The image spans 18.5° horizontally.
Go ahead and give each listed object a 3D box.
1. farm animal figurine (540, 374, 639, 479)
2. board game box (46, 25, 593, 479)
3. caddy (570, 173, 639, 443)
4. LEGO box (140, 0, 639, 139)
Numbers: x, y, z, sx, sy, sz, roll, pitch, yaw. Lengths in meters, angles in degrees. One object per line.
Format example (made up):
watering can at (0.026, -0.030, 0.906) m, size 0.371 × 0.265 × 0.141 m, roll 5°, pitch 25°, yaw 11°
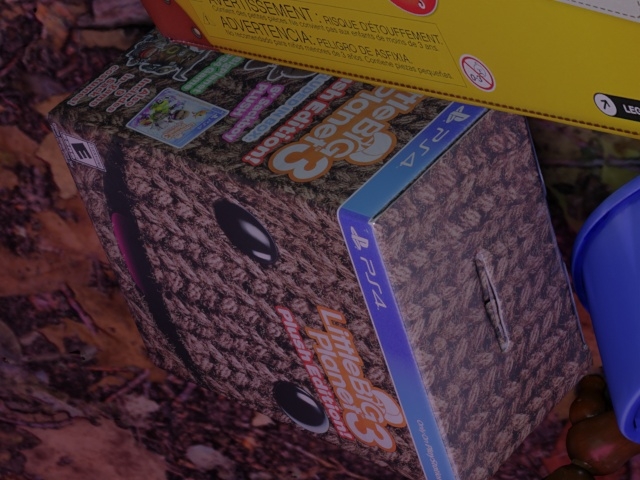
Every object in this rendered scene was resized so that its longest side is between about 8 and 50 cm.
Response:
farm animal figurine at (0.304, 0.255, 1.449) m, size 0.327 × 0.172 × 0.330 m, roll -4°, pitch 129°, yaw 20°
board game box at (0.000, 0.000, 1.267) m, size 0.291 × 0.141 × 0.232 m, roll 19°, pitch 140°, yaw 41°
caddy at (0.316, 0.008, 1.231) m, size 0.241 × 0.179 × 0.341 m, roll 22°, pitch 137°, yaw -34°
LEGO box at (0.041, -0.263, 0.906) m, size 0.500 × 0.193 × 0.372 m, roll 18°, pitch 145°, yaw 50°
